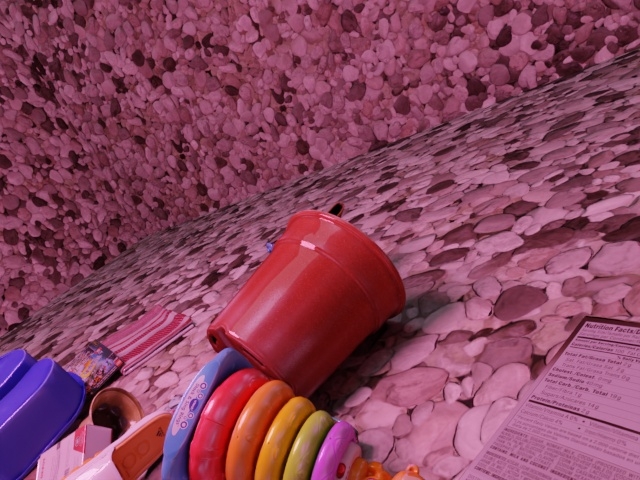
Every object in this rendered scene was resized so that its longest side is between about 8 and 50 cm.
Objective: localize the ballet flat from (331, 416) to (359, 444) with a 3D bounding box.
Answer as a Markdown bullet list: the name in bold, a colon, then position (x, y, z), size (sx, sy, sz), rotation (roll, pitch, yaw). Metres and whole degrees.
- **ballet flat**: position (-0.033, 0.280, 0.711), size (0.206, 0.073, 0.067), rotation (-10, 38, 52)

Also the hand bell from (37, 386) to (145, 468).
- **hand bell**: position (-0.482, 0.407, 0.981), size (0.242, 0.126, 0.126), rotation (-35, 14, 17)

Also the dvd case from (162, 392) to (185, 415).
- **dvd case**: position (-0.291, 0.349, 0.974), size (0.087, 0.013, 0.119), rotation (-17, 18, 28)

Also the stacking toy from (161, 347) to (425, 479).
- **stacking toy**: position (-0.016, 0.259, 0.576), size (0.302, 0.165, 0.175), rotation (12, 60, 22)

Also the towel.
- **towel**: position (-0.534, 0.289, 1.473), size (0.237, 0.037, 0.329), rotation (-37, 20, -29)

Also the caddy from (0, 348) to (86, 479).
- **caddy**: position (-0.709, 0.416, 1.113), size (0.242, 0.179, 0.341), rotation (6, 40, 29)

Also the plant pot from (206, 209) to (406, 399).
- **plant pot**: position (-0.036, 0.133, 0.860), size (0.273, 0.272, 0.265), rotation (-3, 37, 53)

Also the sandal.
- **sandal**: position (-0.321, 0.377, 0.784), size (0.076, 0.101, 0.265), rotation (-6, 25, 38)

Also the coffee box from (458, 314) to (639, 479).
- **coffee box**: position (0.212, 0.214, 0.370), size (0.297, 0.168, 0.119), rotation (-35, 19, -29)

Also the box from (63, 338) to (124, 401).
- **box**: position (-0.646, 0.363, 1.352), size (0.159, 0.044, 0.233), rotation (-48, 25, -26)

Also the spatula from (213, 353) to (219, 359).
- **spatula**: position (-0.174, 0.176, 1.157), size (0.242, 0.019, 0.168), rotation (-46, 15, 10)

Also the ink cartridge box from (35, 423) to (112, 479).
- **ink cartridge box**: position (-0.426, 0.396, 0.845), size (0.135, 0.056, 0.099), rotation (-35, 47, 19)

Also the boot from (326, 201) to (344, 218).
- **boot**: position (0.000, 0.000, 1.164), size (0.264, 0.096, 0.280), rotation (-39, -20, -35)

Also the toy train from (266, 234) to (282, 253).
- **toy train**: position (-0.090, 0.043, 1.423), size (0.080, 0.105, 0.184), rotation (-32, 18, -28)
